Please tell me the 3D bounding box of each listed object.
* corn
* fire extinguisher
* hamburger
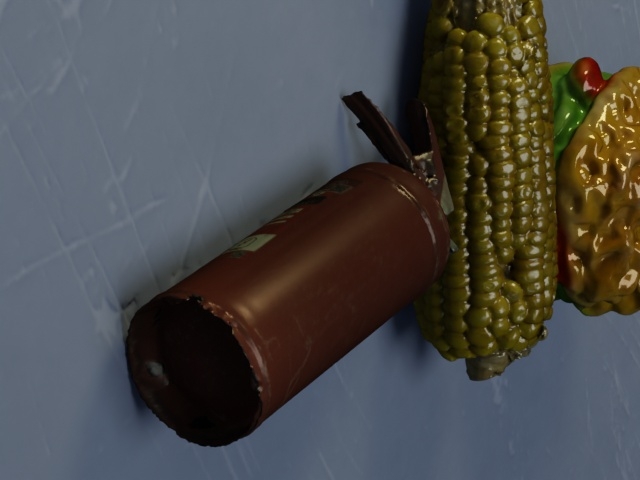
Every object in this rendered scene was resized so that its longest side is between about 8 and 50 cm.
[{"bbox_3d":[0.127,-0.045,1.414,0.119,0.119,0.322,-16,111,-55],"label":"corn"},{"bbox_3d":[0.000,0.000,1.251,0.337,0.106,0.147,-37,103,-49],"label":"fire extinguisher"},{"bbox_3d":[0.237,-0.045,1.556,0.237,0.149,0.237,-19,113,-53],"label":"hamburger"}]
